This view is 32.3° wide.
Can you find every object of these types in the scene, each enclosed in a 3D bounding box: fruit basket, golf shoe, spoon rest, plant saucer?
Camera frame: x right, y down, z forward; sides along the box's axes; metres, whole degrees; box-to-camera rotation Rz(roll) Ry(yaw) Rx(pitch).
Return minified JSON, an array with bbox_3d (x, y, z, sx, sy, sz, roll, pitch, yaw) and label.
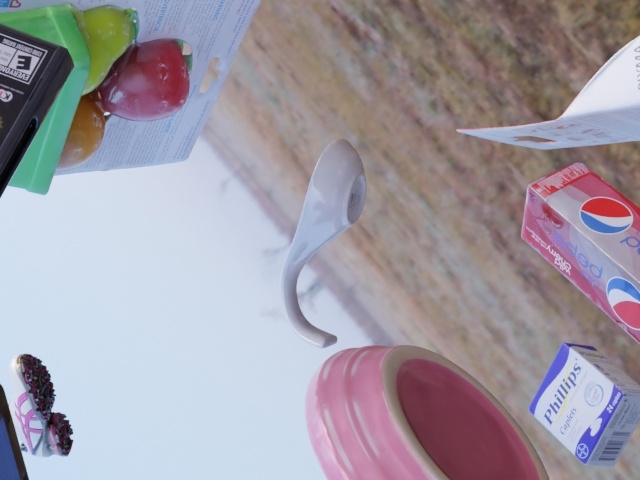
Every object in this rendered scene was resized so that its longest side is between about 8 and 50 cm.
[{"bbox_3d":[-0.267,-0.194,1.307,0.353,0.327,0.165,-15,-119,-37],"label":"fruit basket"},{"bbox_3d":[-0.415,0.239,1.564,0.067,0.086,0.186,-81,-15,-56],"label":"golf shoe"},{"bbox_3d":[0.000,0.000,1.469,0.084,0.276,0.137,12,-174,20],"label":"spoon rest"},{"bbox_3d":[0.135,0.234,1.186,0.332,0.084,0.332,34,-154,-19],"label":"plant saucer"}]

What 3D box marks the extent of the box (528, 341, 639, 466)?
[{"bbox_3d":[0.390,0.238,1.607,0.072,0.126,0.137,10,-158,-36],"label":"box"}]

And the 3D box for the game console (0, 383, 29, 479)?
[{"bbox_3d":[-0.303,0.336,1.136,0.250,0.173,0.293,22,131,37],"label":"game console"}]

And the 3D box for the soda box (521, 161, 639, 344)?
[{"bbox_3d":[0.344,0.026,1.244,0.263,0.083,0.092,48,155,36],"label":"soda box"}]

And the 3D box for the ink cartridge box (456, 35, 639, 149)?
[{"bbox_3d":[0.396,-0.183,1.332,0.308,0.385,0.091,0,-95,-58],"label":"ink cartridge box"}]

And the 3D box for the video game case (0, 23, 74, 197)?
[{"bbox_3d":[-0.377,-0.092,0.888,0.274,0.248,0.035,21,160,8],"label":"video game case"}]
